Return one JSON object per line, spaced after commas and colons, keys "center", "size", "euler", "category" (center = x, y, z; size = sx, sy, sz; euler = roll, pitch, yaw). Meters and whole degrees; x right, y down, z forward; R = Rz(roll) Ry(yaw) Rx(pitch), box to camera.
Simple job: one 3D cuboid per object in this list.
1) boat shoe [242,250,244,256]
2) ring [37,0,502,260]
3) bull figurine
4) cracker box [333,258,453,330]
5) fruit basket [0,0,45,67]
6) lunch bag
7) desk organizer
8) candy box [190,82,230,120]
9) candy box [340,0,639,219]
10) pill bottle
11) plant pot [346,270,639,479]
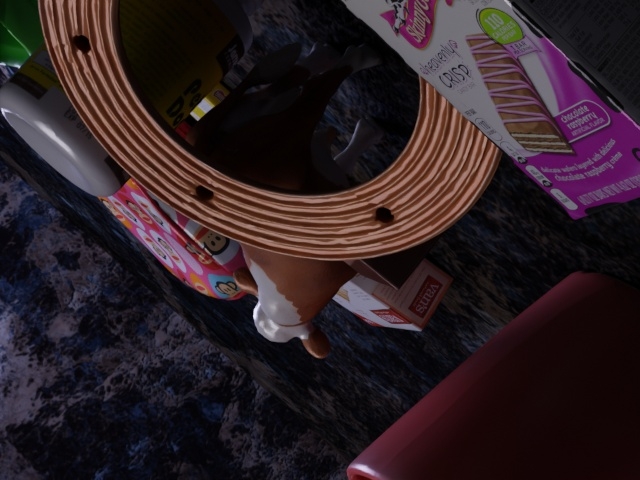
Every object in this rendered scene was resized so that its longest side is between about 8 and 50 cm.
{"center": [-0.055, -0.010, 1.943], "size": [0.258, 0.089, 0.109], "euler": [44, 169, -13], "category": "boat shoe"}
{"center": [-0.033, -0.125, 1.206], "size": [0.336, 0.032, 0.337], "euler": [15, 133, 17], "category": "ring"}
{"center": [-0.009, -0.034, 1.449], "size": [0.101, 0.188, 0.310], "euler": [36, 167, 28], "category": "bull figurine"}
{"center": [0.000, 0.000, 1.784], "size": [0.232, 0.067, 0.155], "euler": [34, 170, -13], "category": "cracker box"}
{"center": [-0.372, -0.212, 1.539], "size": [0.283, 0.392, 0.392], "euler": [47, 167, -26], "category": "fruit basket"}
{"center": [-0.177, -0.056, 2.098], "size": [0.258, 0.120, 0.293], "euler": [45, 169, -16], "category": "lunch bag"}
{"center": [0.074, -0.023, 1.368], "size": [0.050, 0.130, 0.047], "euler": [39, 168, 1], "category": "desk organizer"}
{"center": [-0.110, -0.136, 1.809], "size": [0.206, 0.027, 0.105], "euler": [42, 166, -8], "category": "candy box"}
{"center": [0.109, -0.122, 1.009], "size": [0.233, 0.071, 0.159], "euler": [43, 164, -6], "category": "candy box"}
{"center": [-0.133, -0.144, 1.374], "size": [0.117, 0.215, 0.117], "euler": [39, 169, 10], "category": "pill bottle"}
{"center": [0.198, 0.175, 1.419], "size": [0.275, 0.243, 0.275], "euler": [40, 169, 10], "category": "plant pot"}
